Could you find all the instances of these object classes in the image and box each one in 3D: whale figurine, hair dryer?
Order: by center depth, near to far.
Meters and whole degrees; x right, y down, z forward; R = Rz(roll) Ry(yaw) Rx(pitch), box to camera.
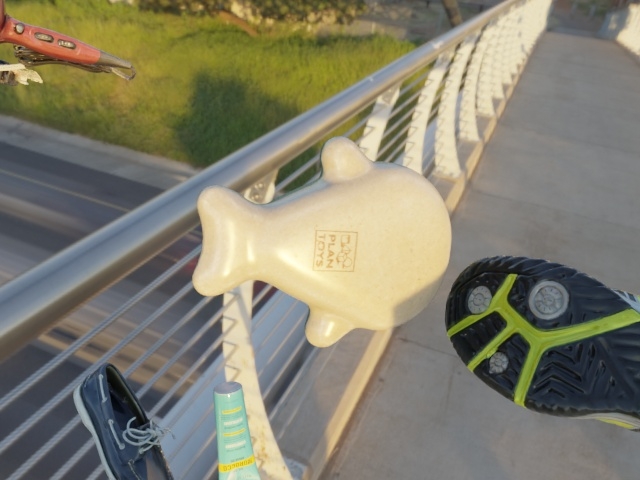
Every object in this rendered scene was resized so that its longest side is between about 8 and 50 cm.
[{"bbox_3d":[0.000,0.000,0.552,0.272,0.216,0.141,0,10,-23],"label":"whale figurine"},{"bbox_3d":[-0.390,-0.281,0.694,0.224,0.080,0.293,-5,1,-3],"label":"hair dryer"}]

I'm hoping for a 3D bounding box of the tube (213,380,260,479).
[{"bbox_3d":[-0.160,0.367,0.972,0.080,0.207,0.052,-8,11,-14],"label":"tube"}]

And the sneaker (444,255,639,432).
[{"bbox_3d":[0.287,0.119,0.491,0.147,0.145,0.385,25,-3,-41],"label":"sneaker"}]

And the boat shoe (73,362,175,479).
[{"bbox_3d":[-0.307,0.317,0.860,0.254,0.079,0.095,51,13,21],"label":"boat shoe"}]
